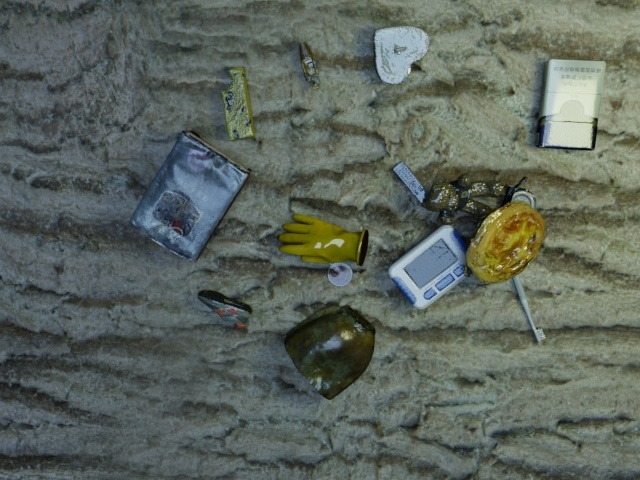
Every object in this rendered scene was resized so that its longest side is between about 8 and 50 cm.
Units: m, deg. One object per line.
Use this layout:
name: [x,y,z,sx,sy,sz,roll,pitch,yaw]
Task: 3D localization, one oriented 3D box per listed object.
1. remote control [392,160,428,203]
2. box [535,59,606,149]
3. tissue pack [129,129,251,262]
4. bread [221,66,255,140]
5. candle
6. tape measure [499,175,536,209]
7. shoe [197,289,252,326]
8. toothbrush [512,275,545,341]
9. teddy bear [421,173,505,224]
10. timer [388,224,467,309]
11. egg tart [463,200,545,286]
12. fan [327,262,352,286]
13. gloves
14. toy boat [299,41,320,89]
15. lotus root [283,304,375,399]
remote control: [0.292,-0.180,1.867,0.043,0.027,0.152,-38,92,17]
box: [0.742,-0.402,1.754,0.168,0.071,0.260,3,99,6]
tissue pack: [-0.419,-0.140,1.910,0.259,0.122,0.361,34,99,-3]
bread: [-0.268,-0.436,1.878,0.088,0.049,0.226,-9,98,8]
candle: [0.226,-0.577,1.787,0.168,0.068,0.192,42,100,-5]
tape measure: [0.610,-0.120,1.771,0.107,0.180,0.104,17,85,5]
shoe: [-0.330,0.233,1.986,0.194,0.074,0.077,21,106,1]
toothbrush: [0.647,0.168,1.882,0.030,0.025,0.342,-23,96,3]
teddy bear: [0.425,-0.130,1.804,0.251,0.129,0.182,3,115,-23]
timer: [0.358,0.082,1.877,0.253,0.078,0.178,-38,91,9]
egg tart: [0.533,0.002,1.772,0.297,0.132,0.297,-15,123,-24]
fan: [0.049,0.094,1.950,0.085,0.005,0.133,-40,94,12]
gloves: [0.000,-0.001,1.905,0.294,0.116,0.133,10,70,13]
toy boat: [-0.035,-0.543,1.833,0.047,0.049,0.149,-16,97,8]
lotus root: [0.058,0.358,1.924,0.260,0.149,0.267,-37,97,12]
